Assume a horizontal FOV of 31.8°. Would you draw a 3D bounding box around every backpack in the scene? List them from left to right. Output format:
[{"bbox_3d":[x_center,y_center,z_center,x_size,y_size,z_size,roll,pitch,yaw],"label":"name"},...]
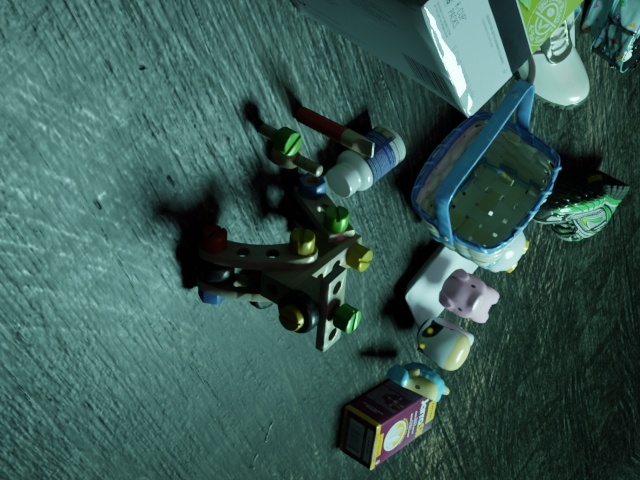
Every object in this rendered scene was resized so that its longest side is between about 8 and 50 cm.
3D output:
[{"bbox_3d":[0.583,-0.430,2.062,0.166,0.144,0.188,-31,160,-35],"label":"backpack"}]

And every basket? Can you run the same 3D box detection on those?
[{"bbox_3d":[0.265,-0.097,1.828,0.255,0.201,0.289,-50,162,-18],"label":"basket"}]

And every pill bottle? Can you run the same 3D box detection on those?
[{"bbox_3d":[0.066,-0.117,1.685,0.120,0.067,0.067,-40,141,-29],"label":"pill bottle"}]

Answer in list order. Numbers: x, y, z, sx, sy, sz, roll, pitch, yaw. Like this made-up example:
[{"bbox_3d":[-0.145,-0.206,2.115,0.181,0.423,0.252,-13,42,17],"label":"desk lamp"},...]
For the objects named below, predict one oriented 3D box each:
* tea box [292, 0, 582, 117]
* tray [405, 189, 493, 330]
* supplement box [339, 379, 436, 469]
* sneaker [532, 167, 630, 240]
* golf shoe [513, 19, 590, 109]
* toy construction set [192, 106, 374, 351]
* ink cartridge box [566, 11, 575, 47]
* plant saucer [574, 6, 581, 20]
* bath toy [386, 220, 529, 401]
[{"bbox_3d":[0.143,-0.383,1.322,0.323,0.329,0.220,-46,145,-6],"label":"tea box"},{"bbox_3d":[0.243,0.036,2.068,0.270,0.030,0.145,-49,144,-17],"label":"tray"},{"bbox_3d":[0.129,0.330,2.088,0.188,0.080,0.104,-25,132,-42],"label":"supplement box"},{"bbox_3d":[0.517,-0.057,2.272,0.343,0.134,0.146,-5,119,-52],"label":"sneaker"},{"bbox_3d":[0.341,-0.318,1.743,0.105,0.120,0.273,-42,104,-14],"label":"golf shoe"},{"bbox_3d":[0.000,0.000,1.528,0.257,0.237,0.309,-1,115,-53],"label":"toy construction set"},{"bbox_3d":[0.359,-0.374,1.851,0.061,0.104,0.181,-44,143,-25],"label":"ink cartridge box"},{"bbox_3d":[0.411,-0.429,1.959,0.067,0.018,0.192,-57,147,-6],"label":"plant saucer"},{"bbox_3d":[0.244,0.110,1.994,0.129,0.151,0.348,27,92,-22],"label":"bath toy"}]
